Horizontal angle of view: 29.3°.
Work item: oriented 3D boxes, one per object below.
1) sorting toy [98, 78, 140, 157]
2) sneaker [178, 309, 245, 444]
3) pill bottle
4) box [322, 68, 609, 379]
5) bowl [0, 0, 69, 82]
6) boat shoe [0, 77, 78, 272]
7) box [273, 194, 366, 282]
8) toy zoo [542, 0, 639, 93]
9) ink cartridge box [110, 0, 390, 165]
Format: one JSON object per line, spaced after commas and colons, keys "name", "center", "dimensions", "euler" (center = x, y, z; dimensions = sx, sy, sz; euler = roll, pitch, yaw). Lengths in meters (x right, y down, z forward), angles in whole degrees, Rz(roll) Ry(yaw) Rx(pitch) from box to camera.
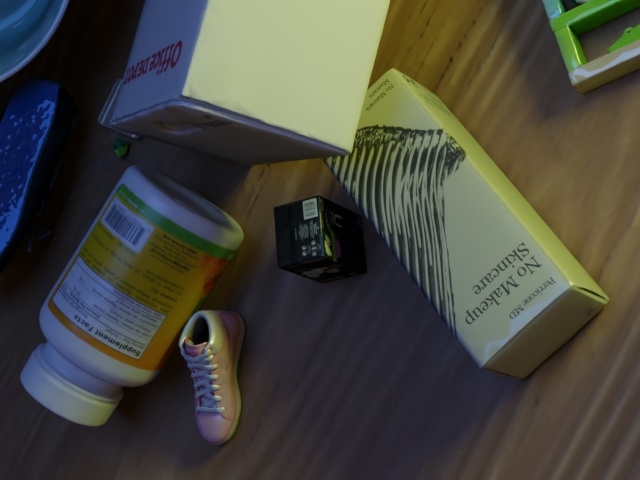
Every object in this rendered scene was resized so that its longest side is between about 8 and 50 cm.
{"name": "sorting toy", "center": [-0.219, -0.135, 1.367], "dimensions": [0.062, 0.012, 0.083], "euler": [23, 87, 29]}
{"name": "sneaker", "center": [-0.113, 0.131, 1.201], "dimensions": [0.051, 0.070, 0.134], "euler": [0, 79, 30]}
{"name": "pill bottle", "center": [-0.196, 0.059, 1.230], "dimensions": [0.136, 0.136, 0.246], "euler": [38, 99, 33]}
{"name": "box", "center": [0.119, -0.017, 1.080], "dimensions": [0.113, 0.094, 0.275], "euler": [-46, 59, 15]}
{"name": "bowl", "center": [-0.408, -0.320, 1.367], "dimensions": [0.311, 0.163, 0.311], "euler": [0, 100, 2]}
{"name": "boat shoe", "center": [-0.335, -0.051, 1.378], "dimensions": [0.109, 0.089, 0.258], "euler": [30, 90, 20]}
{"name": "box", "center": [0.000, 0.000, 1.155], "dimensions": [0.052, 0.083, 0.062], "euler": [-14, 71, 27]}
{"name": "toy zoo", "center": [0.273, -0.299, 1.094], "dimensions": [0.192, 0.030, 0.293], "euler": [-23, 67, 25]}
{"name": "ink cartridge box", "center": [-0.044, -0.278, 1.132], "dimensions": [0.285, 0.166, 0.395], "euler": [-177, 103, -69]}
